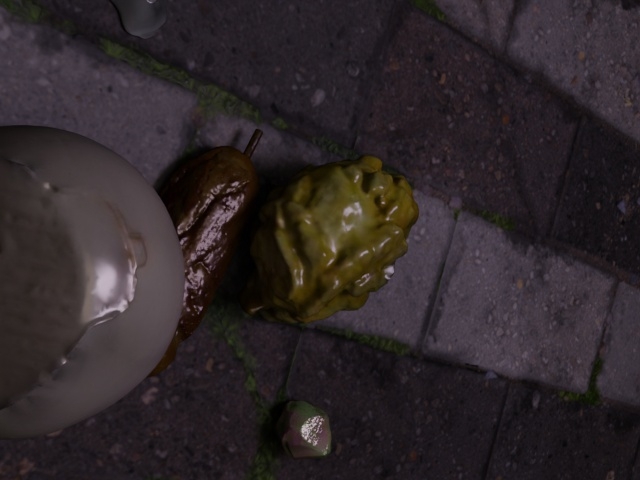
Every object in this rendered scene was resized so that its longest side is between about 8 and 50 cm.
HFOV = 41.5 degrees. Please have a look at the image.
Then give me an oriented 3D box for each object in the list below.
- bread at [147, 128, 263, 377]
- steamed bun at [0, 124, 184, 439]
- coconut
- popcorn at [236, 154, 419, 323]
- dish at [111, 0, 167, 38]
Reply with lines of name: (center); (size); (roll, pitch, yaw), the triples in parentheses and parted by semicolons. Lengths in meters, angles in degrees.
bread: (-0.154, 0.005, 1.016); (0.124, 0.084, 0.344); (40, 72, -36)
steamed bun: (-0.269, 0.039, 0.827); (0.309, 0.309, 0.309); (-7, 102, -38)
coconut: (-0.025, 0.261, 1.168); (0.083, 0.081, 0.082); (4, 84, -74)
popcorn: (0.000, 0.000, 1.075); (0.266, 0.233, 0.192); (-42, 90, 12)
dish: (-0.207, -0.298, 0.952); (0.091, 0.039, 0.137); (-31, 114, -32)
